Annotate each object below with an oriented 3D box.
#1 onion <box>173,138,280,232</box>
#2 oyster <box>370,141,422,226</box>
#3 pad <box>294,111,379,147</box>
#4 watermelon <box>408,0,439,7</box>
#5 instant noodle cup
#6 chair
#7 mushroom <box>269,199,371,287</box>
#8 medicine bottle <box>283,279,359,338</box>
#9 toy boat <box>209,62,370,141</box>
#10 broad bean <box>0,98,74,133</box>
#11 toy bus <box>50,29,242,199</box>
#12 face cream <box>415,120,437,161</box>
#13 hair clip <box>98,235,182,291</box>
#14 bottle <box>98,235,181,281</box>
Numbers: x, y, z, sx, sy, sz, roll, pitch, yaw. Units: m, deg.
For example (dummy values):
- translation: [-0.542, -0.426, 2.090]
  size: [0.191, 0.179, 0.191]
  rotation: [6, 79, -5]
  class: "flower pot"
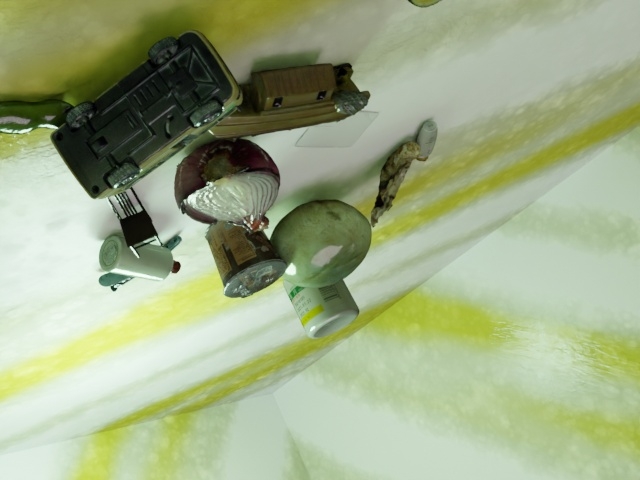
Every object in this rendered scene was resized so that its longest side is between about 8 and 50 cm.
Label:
- translation: [-0.229, -0.147, 1.760]
  size: [0.267, 0.159, 0.349]
  rotation: [-17, 158, 3]
  class: "onion"
- translation: [0.223, -0.183, 2.204]
  size: [0.294, 0.094, 0.166]
  rotation: [-59, 177, -4]
  class: "oyster"
- translation: [0.047, -0.313, 1.920]
  size: [0.232, 0.004, 0.156]
  rotation: [-7, 151, -42]
  class: "pad"
- translation: [0.225, -0.581, 1.355]
  size: [0.232, 0.127, 0.204]
  rotation: [-38, 157, 21]
  class: "watermelon"
- translation: [-0.240, 0.040, 2.102]
  size: [0.217, 0.207, 0.217]
  rotation: [-25, 159, -10]
  class: "instant noodle cup"
- translation: [-0.483, -0.047, 1.762]
  size: [0.084, 0.101, 0.212]
  rotation: [-24, 159, -9]
  class: "chair"
- translation: [0.000, 0.000, 2.232]
  size: [0.352, 0.260, 0.352]
  rotation: [-19, 150, -12]
  class: "mushroom"
- translation: [-0.022, 0.162, 2.452]
  size: [0.208, 0.340, 0.208]
  rotation: [-24, 158, -10]
  class: "medicine bottle"
- translation: [-0.086, -0.327, 1.566]
  size: [0.445, 0.136, 0.162]
  rotation: [-16, 151, -25]
  class: "toy boat"
- translation: [-0.594, -0.239, 1.260]
  size: [0.318, 0.056, 0.098]
  rotation: [2, 139, -49]
  class: "broad bean"
- translation: [-0.330, -0.247, 1.345]
  size: [0.365, 0.177, 0.202]
  rotation: [-33, -178, 10]
  class: "toy bus"
- translation: [0.340, -0.319, 2.189]
  size: [0.072, 0.051, 0.182]
  rotation: [-27, 160, -13]
  class: "face cream"
- translation: [-0.533, 0.064, 2.047]
  size: [0.275, 0.048, 0.083]
  rotation: [-33, 156, -1]
  class: "hair clip"
- translation: [-0.501, 0.058, 1.934]
  size: [0.104, 0.104, 0.245]
  rotation: [-38, 149, 24]
  class: "bottle"
